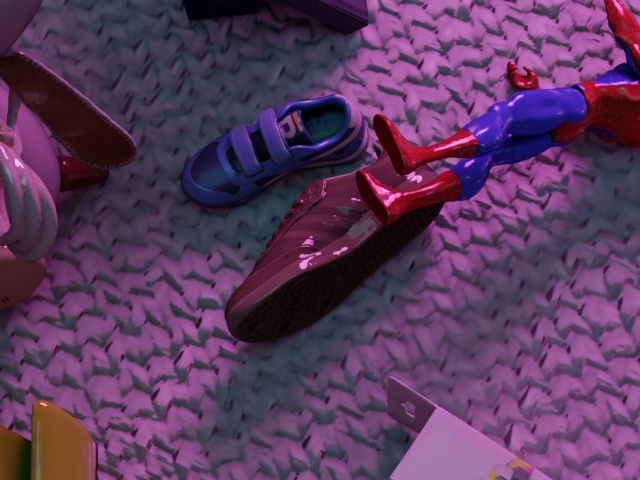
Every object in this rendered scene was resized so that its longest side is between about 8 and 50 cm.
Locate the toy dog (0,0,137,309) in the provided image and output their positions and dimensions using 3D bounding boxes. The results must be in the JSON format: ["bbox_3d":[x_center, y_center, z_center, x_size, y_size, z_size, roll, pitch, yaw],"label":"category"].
[{"bbox_3d":[-0.194,-0.084,1.171,0.161,0.333,0.220,-17,85,-27],"label":"toy dog"}]

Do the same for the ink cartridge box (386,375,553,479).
[{"bbox_3d":[0.104,0.172,1.159,0.181,0.104,0.061,33,74,13],"label":"ink cartridge box"}]

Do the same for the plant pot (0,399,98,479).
[{"bbox_3d":[-0.239,0.218,1.095,0.207,0.228,0.227,-1,70,-7],"label":"plant pot"}]

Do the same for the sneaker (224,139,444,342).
[{"bbox_3d":[0.000,0.000,1.254,0.188,0.066,0.071,-34,56,-15],"label":"sneaker"}]

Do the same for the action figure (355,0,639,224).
[{"bbox_3d":[0.145,-0.113,1.253,0.280,0.091,0.139,-14,59,-24],"label":"action figure"}]

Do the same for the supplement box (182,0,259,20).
[{"bbox_3d":[-0.079,-0.222,1.314,0.056,0.083,0.083,-6,69,1],"label":"supplement box"}]

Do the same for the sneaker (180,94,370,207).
[{"bbox_3d":[-0.035,-0.069,1.272,0.144,0.059,0.053,-23,74,-5],"label":"sneaker"}]

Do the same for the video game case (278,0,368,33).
[{"bbox_3d":[-0.045,-0.306,1.300,0.026,0.196,0.274,-21,65,34],"label":"video game case"}]
